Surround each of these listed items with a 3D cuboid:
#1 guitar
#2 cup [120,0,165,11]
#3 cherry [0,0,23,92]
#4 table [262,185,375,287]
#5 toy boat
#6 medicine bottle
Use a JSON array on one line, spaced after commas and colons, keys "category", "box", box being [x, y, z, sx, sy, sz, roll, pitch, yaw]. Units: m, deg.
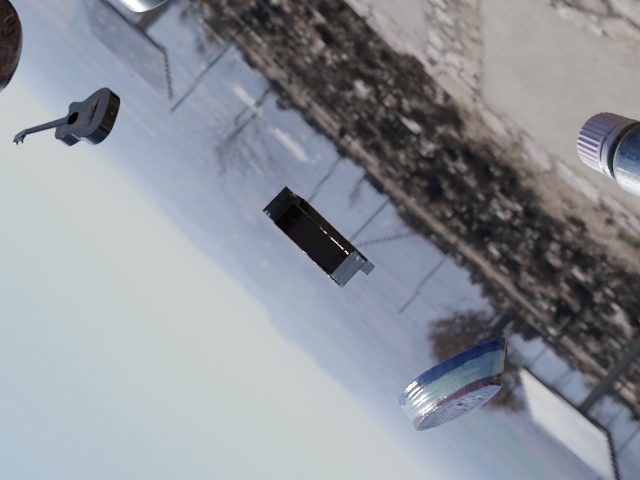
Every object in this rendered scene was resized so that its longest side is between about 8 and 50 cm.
[{"category": "guitar", "box": [-0.393, -0.173, 1.689, 0.233, 0.088, 0.025, -9, 148, 38]}, {"category": "cup", "box": [-0.375, -0.587, 1.863, 0.327, 0.237, 0.323, 37, -174, -36]}, {"category": "cherry", "box": [-0.474, -0.254, 1.456, 0.140, 0.176, 0.176, 16, -164, -44]}, {"category": "table", "box": [0.000, 0.000, 1.700, 0.146, 0.062, 0.175, 44, 180, 17]}, {"category": "toy boat", "box": [0.140, 0.152, 1.142, 0.080, 0.046, 0.229, 8, 157, -15]}, {"category": "medicine bottle", "box": [0.356, -0.084, 1.183, 0.083, 0.083, 0.203, 47, 176, -31]}]
